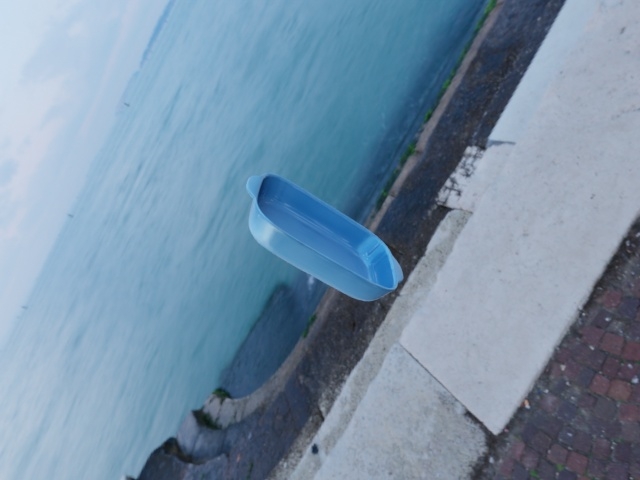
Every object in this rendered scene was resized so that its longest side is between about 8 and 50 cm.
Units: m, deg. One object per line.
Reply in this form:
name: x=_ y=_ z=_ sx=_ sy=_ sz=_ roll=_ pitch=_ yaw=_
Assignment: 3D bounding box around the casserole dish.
casserole dish: x=0.000 y=0.000 z=0.508 sx=0.037 sy=0.188 sz=0.114 roll=-52 pitch=17 yaw=24
